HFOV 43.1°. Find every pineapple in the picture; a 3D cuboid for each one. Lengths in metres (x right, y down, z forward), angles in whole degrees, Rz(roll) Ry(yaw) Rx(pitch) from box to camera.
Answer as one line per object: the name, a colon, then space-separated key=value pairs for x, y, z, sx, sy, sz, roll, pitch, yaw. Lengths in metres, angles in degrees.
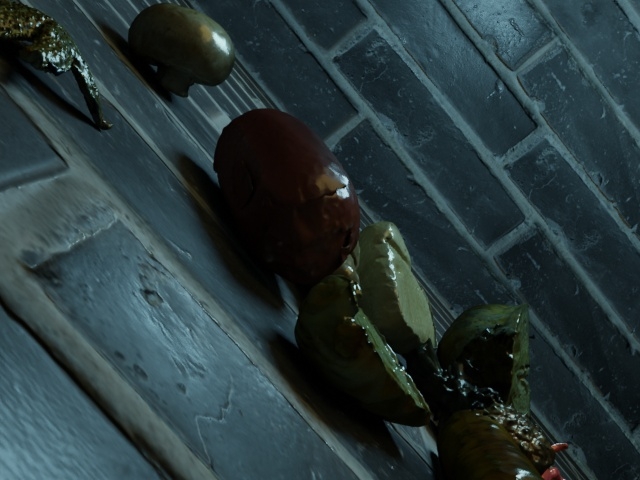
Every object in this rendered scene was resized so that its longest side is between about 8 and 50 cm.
pineapple: x=0.214 y=0.249 z=1.159 sx=0.248 sy=0.128 sz=0.128 roll=49 pitch=6 yaw=31

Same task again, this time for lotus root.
lotus root: x=0.269 y=0.238 z=1.346 sx=0.260 sy=0.149 sz=0.267 roll=13 pitch=76 yaw=-67

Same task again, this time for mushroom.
mushroom: x=-0.212 y=-0.287 z=1.228 sx=0.166 sy=0.127 sz=0.166 roll=28 pitch=0 yaw=0

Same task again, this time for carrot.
carrot: x=0.197 y=0.281 z=0.917 sx=0.114 sy=0.114 sz=0.302 roll=50 pitch=6 yaw=-5

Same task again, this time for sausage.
sausage: x=-0.044 y=-0.061 z=1.000 sx=0.152 sy=0.152 sz=0.280 roll=45 pitch=10 yaw=-38

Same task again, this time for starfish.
starfish: x=-0.263 y=-0.185 z=0.726 sx=0.176 sy=0.053 sz=0.208 roll=42 pitch=0 yaw=7

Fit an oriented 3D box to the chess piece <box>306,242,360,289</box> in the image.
chess piece: x=0.000 y=0.000 z=1.137 sx=0.124 sy=0.139 sz=0.307 roll=27 pitch=23 yaw=-25

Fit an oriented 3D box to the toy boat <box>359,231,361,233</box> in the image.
toy boat: x=0.102 y=0.069 z=1.580 sx=0.215 sy=0.088 sz=0.102 roll=45 pitch=43 yaw=-41

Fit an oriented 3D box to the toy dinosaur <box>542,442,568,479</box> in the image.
toy dinosaur: x=0.339 y=0.345 z=1.299 sx=0.286 sy=0.070 sz=0.139 roll=-34 pitch=103 yaw=-58

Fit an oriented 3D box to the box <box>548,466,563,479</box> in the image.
box: x=0.422 y=0.502 z=1.266 sx=0.193 sy=0.084 sz=0.301 roll=51 pitch=7 yaw=-3

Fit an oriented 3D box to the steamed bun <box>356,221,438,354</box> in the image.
steamed bun: x=0.099 y=0.082 z=1.292 sx=0.231 sy=0.110 sz=0.213 roll=44 pitch=32 yaw=-59

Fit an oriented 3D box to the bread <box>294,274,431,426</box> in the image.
bread: x=0.043 y=0.126 z=0.871 sx=0.232 sy=0.088 sz=0.128 roll=52 pitch=12 yaw=-53
